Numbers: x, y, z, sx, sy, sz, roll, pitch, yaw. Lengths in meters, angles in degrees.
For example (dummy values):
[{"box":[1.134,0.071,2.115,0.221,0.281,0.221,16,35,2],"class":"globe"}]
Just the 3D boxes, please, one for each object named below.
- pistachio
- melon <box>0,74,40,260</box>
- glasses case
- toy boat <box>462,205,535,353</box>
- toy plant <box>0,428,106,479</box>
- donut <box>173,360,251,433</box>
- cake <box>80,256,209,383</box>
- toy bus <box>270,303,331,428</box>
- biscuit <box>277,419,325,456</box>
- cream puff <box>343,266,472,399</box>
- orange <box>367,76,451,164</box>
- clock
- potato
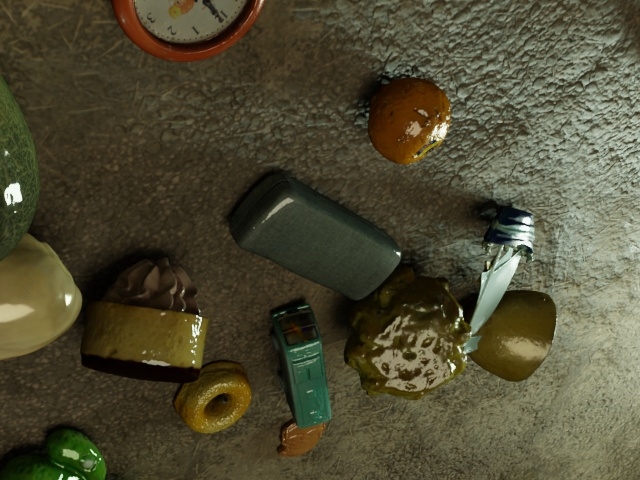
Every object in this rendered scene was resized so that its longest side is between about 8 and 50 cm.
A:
[{"box":[-0.465,0.073,1.194,0.299,0.188,0.188,-2,130,-21],"class":"pistachio"},{"box":[-0.448,-0.099,1.004,0.248,0.249,0.329,-20,129,-14],"class":"melon"},{"box":[0.000,0.000,1.499,0.131,0.074,0.323,-48,136,14],"class":"glasses case"},{"box":[0.329,0.082,1.704,0.220,0.067,0.291,6,102,-59],"class":"toy boat"},{"box":[-0.449,0.481,1.632,0.224,0.184,0.316,-36,123,-5],"class":"toy plant"},{"box":[-0.192,0.291,1.670,0.151,0.058,0.152,-17,134,-19],"class":"donut"},{"box":[-0.264,0.116,1.396,0.185,0.178,0.208,11,159,-15],"class":"cake"},{"box":[-0.032,0.233,1.680,0.091,0.109,0.262,-17,135,-9],"class":"toy bus"},{"box":[-0.039,0.404,1.897,0.102,0.019,0.131,-5,131,-29],"class":"biscuit"},{"box":[0.151,0.174,1.663,0.244,0.244,0.196,-20,168,-15],"class":"cream puff"},{"box":[0.132,-0.184,1.378,0.135,0.118,0.135,-27,168,-6],"class":"orange"},{"box":[-0.158,-0.315,1.121,0.205,0.051,0.205,-18,135,-18],"class":"clock"},{"box":[0.357,0.178,1.838,0.158,0.178,0.203,20,142,-25],"class":"potato"}]
